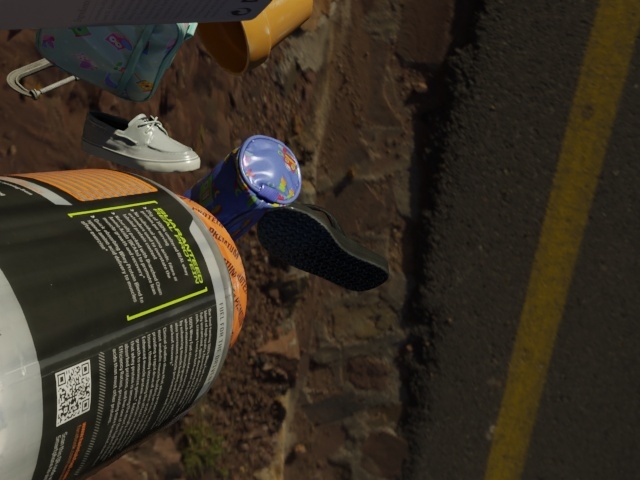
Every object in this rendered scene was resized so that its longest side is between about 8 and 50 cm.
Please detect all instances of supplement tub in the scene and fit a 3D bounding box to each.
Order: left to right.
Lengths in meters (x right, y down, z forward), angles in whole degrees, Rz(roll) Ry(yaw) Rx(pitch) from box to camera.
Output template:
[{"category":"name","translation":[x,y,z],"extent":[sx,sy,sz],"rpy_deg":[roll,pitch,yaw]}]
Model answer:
[{"category":"supplement tub","translation":[-0.178,0.055,0.516],"extent":[0.193,0.316,0.194],"rpy_deg":[3,98,21]}]

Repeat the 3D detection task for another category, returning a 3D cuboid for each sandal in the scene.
[{"category":"sandal","translation":[-0.001,0.002,2.031],"extent":[0.167,0.107,0.445],"rpy_deg":[-26,143,26]}]

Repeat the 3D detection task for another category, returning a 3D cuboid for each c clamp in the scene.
[{"category":"c clamp","translation":[-0.541,-0.324,1.698],"extent":[0.160,0.137,0.022],"rpy_deg":[-28,151,-30]}]

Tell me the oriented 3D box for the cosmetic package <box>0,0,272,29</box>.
[{"category":"cosmetic package","translation":[-0.259,-0.331,0.780],"extent":[0.453,0.161,0.230],"rpy_deg":[-10,87,-26]}]

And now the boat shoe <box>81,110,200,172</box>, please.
[{"category":"boat shoe","translation":[-0.299,-0.167,1.384],"extent":[0.227,0.079,0.081],"rpy_deg":[15,113,22]}]

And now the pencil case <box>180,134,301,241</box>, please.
[{"category":"pencil case","translation":[-0.161,-0.045,1.360],"extent":[0.119,0.133,0.306],"rpy_deg":[22,140,-32]}]

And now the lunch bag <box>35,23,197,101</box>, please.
[{"category":"lunch bag","translation":[-0.319,-0.343,1.322],"extent":[0.224,0.108,0.279],"rpy_deg":[28,150,-14]}]

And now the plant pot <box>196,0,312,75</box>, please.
[{"category":"plant pot","translation":[-0.125,-0.453,1.644],"extent":[0.187,0.205,0.205],"rpy_deg":[-31,121,-24]}]
